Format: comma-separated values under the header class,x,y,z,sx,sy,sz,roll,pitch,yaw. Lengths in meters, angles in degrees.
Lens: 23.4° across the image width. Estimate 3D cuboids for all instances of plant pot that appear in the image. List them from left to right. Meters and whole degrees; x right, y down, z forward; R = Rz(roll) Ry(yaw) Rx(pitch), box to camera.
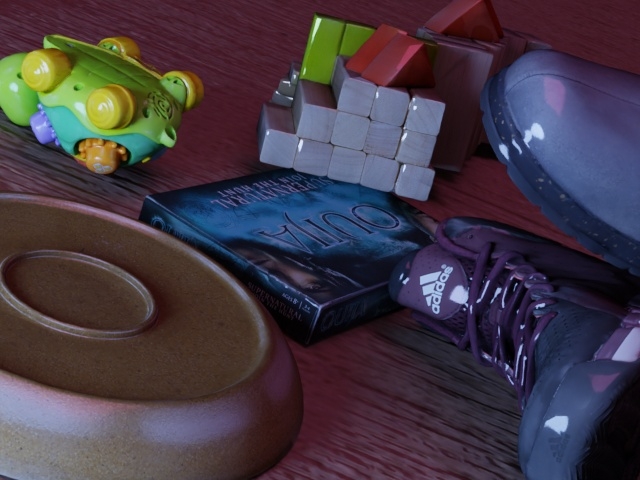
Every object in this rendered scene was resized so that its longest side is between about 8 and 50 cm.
class,x,y,z,sx,sy,sz,roll,pitch,yaw
plant pot,-0.115,0.034,0.715,0.236,0.032,0.236,17,22,-7

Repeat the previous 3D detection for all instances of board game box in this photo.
class,x,y,z,sx,sy,sz,roll,pitch,yaw
board game box,0.000,0.000,0.892,0.126,0.026,0.186,31,25,25

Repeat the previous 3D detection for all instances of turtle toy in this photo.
class,x,y,z,sx,sy,sz,roll,pitch,yaw
turtle toy,-0.137,-0.081,0.908,0.130,0.066,0.095,29,25,21

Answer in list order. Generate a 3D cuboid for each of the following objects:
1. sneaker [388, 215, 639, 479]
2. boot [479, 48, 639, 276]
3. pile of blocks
class,x,y,z,sx,sy,sz,roll,pitch,yaw
sneaker,0.096,0.054,0.779,0.162,0.106,0.281,22,12,17
boot,0.264,-0.069,0.748,0.338,0.222,0.118,16,47,-27
pile of blocks,0.060,-0.123,1.068,0.149,0.112,0.362,20,16,16
